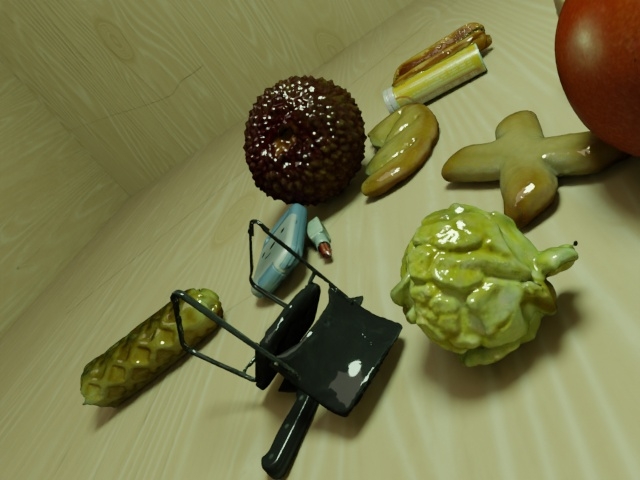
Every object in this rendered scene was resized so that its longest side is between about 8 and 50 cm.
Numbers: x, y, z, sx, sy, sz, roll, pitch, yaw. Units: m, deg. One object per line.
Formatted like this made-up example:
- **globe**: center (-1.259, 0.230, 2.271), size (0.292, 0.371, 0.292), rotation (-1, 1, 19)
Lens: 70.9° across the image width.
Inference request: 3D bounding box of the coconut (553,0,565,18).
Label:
- **coconut**: center (0.410, -0.323, 0.547), size (0.236, 0.237, 0.197), rotation (-13, 36, 42)

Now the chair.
- **chair**: center (-0.037, 0.107, 0.522), size (0.221, 0.145, 0.140), rotation (30, 54, 15)

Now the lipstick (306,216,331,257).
- **lipstick**: center (0.001, 0.000, 0.765), size (0.030, 0.030, 0.129), rotation (-35, 24, 5)

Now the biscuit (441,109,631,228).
- **biscuit**: center (0.262, -0.106, 0.583), size (0.164, 0.047, 0.208), rotation (-36, 25, 5)

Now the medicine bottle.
- **medicine bottle**: center (0.248, -0.348, 0.990), size (0.218, 0.074, 0.074), rotation (-23, 28, 26)

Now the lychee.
- **lychee**: center (-0.022, -0.188, 0.895), size (0.271, 0.271, 0.271), rotation (-30, 26, 16)

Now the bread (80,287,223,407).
- **bread**: center (-0.282, 0.178, 0.770), size (0.269, 0.098, 0.087), rotation (-37, 66, -1)

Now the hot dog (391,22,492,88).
- **hot dog**: center (0.283, -0.427, 1.081), size (0.249, 0.068, 0.100), rotation (-21, 42, 37)

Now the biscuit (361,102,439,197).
- **biscuit**: center (0.155, -0.192, 0.875), size (0.154, 0.045, 0.299), rotation (-26, 28, 24)

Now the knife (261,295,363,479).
- **knife**: center (-0.015, 0.159, 0.535), size (0.072, 0.019, 0.245), rotation (-18, 28, 40)

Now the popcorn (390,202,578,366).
- **popcorn**: center (0.137, 0.035, 0.406), size (0.162, 0.136, 0.141), rotation (-8, 31, 51)

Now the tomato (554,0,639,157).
- **tomato**: center (0.342, -0.184, 0.380), size (0.255, 0.256, 0.225), rotation (-19, 45, 34)

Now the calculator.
- **calculator**: center (-0.069, 0.014, 0.789), size (0.121, 0.039, 0.210), rotation (-48, 18, 26)
